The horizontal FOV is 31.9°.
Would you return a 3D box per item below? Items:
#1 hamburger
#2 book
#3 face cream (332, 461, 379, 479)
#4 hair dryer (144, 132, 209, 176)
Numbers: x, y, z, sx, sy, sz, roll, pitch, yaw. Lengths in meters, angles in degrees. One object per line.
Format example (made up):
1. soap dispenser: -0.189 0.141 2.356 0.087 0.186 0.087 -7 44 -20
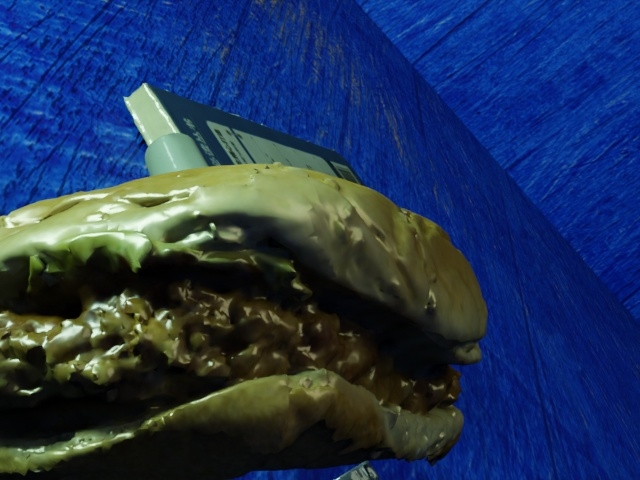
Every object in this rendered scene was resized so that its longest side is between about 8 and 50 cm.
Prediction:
1. hamburger: -0.052 0.050 0.552 0.283 0.260 0.144 17 69 -73
2. book: 0.000 0.000 1.128 0.300 0.039 0.428 57 19 18
3. face cream: 0.089 0.283 0.739 0.291 0.071 0.144 56 18 13
4. hair dryer: -0.038 0.008 0.899 0.229 0.092 0.267 52 26 21
